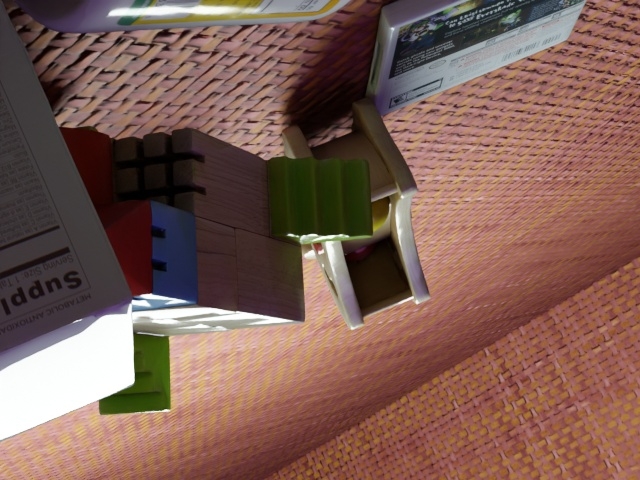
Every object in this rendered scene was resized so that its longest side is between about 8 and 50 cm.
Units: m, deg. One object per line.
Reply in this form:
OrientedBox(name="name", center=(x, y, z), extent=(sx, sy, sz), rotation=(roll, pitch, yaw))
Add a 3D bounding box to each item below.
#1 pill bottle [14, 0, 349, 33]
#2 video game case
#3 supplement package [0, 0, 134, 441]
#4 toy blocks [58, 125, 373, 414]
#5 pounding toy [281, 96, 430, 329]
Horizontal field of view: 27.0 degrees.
OrientedBox(name="pill bottle", center=(-0.042, -0.160, 0.629), extent=(0.208, 0.117, 0.117), rotation=(-12, 159, -42))
OrientedBox(name="video game case", center=(0.129, -0.172, 1.057), extent=(0.190, 0.022, 0.173), rotation=(-23, 165, -10))
OrientedBox(name="supplement package", center=(-0.186, -0.035, 0.564), extent=(0.139, 0.244, 0.134), rotation=(-22, 164, -14))
OrientedBox(name="toy blocks", center=(-0.192, 0.003, 0.758), extent=(0.381, 0.190, 0.261), rotation=(-6, 171, 21))
OrientedBox(name="pounding toy", center=(0.000, 0.000, 1.147), extent=(0.155, 0.154, 0.269), rotation=(-22, 166, -5))
